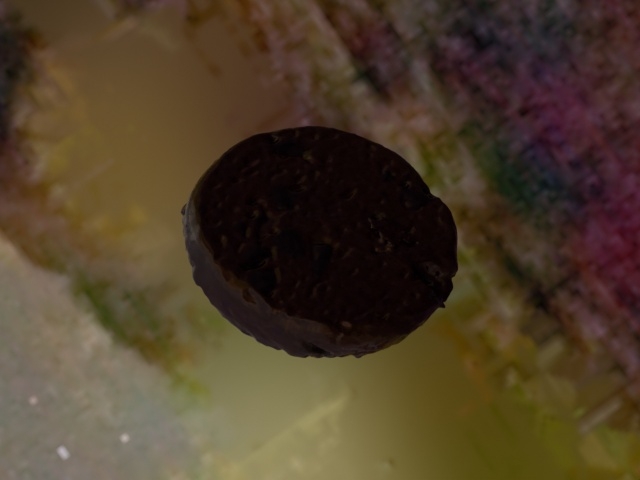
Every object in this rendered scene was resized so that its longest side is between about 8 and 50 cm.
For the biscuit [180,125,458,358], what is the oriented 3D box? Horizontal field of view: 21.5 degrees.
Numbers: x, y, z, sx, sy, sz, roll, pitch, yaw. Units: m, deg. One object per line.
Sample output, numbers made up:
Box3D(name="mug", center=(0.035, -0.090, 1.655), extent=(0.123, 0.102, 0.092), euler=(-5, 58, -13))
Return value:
Box3D(name="biscuit", center=(0.000, 0.000, 1.125), extent=(0.192, 0.192, 0.049), euler=(54, 150, 35))
